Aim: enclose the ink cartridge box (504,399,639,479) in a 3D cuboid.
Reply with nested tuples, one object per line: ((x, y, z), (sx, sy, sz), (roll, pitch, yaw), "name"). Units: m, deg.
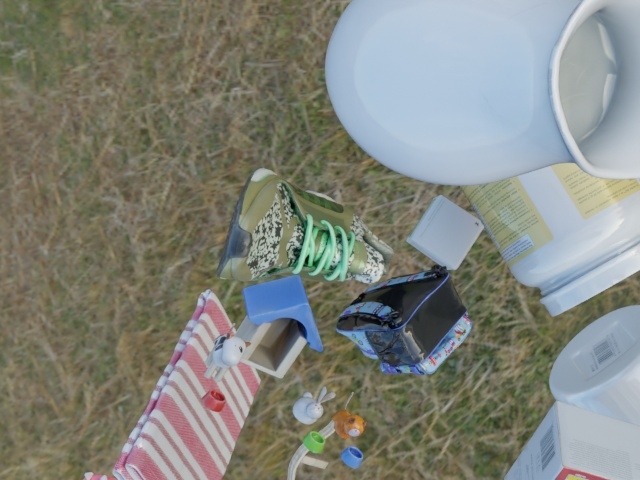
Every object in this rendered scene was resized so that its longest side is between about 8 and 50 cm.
((0.448, 0.413, 1.373), (0.309, 0.130, 0.272), (17, 129, -3), "ink cartridge box")

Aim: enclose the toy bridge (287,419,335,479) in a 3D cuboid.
((-0.015, 0.385, 1.596), (0.188, 0.063, 0.026), (-58, 35, 10), "toy bridge")

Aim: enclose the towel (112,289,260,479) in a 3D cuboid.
((-0.117, 0.160, 0.825), (0.029, 0.197, 0.144), (3, 138, 22), "towel")

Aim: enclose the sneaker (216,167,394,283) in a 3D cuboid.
((0.000, 0.000, 1.260), (0.182, 0.410, 0.158), (18, 98, 19), "sneaker")

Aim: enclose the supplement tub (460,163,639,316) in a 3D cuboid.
((0.353, -0.078, 1.372), (0.241, 0.241, 0.331), (-35, 79, 34), "supplement tub")

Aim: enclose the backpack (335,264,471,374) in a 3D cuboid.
((0.117, 0.125, 1.375), (0.173, 0.158, 0.117), (-10, 116, 50), "backpack")

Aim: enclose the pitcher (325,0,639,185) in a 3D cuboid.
((0.112, -0.081, 0.491), (0.207, 0.177, 0.125), (21, 93, 55), "pitcher")

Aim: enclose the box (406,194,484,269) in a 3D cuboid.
((0.226, -0.013, 1.645), (0.102, 0.087, 0.101), (34, 88, -1), "box")

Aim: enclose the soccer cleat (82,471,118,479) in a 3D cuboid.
((-0.312, 0.461, 1.551), (0.248, 0.083, 0.095), (6, 136, 24), "soccer cleat")

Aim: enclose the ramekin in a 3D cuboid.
((0.558, 0.246, 1.666), (0.277, 0.277, 0.135), (-34, 103, 34), "ramekin")

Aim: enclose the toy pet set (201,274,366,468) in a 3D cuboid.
((-0.016, 0.080, 0.628), (0.122, 0.114, 0.065), (26, 110, -22), "toy pet set")
